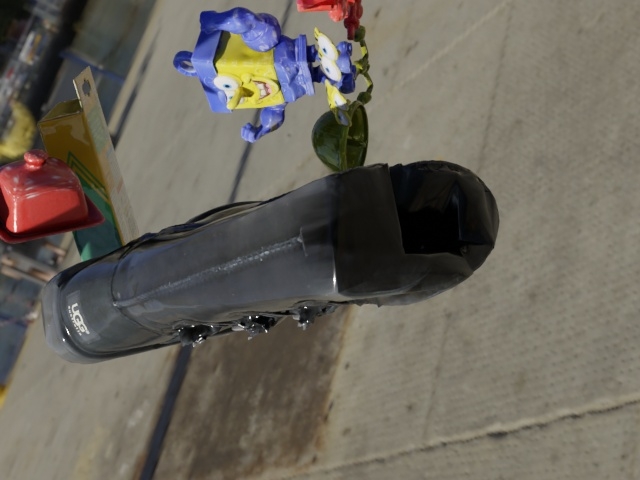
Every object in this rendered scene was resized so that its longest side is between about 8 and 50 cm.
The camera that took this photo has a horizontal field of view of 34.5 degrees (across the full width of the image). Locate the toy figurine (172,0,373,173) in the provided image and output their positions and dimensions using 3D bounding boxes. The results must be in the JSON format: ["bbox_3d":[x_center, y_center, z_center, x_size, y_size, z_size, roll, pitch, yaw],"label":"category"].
[{"bbox_3d":[-0.062,-0.214,1.236,0.362,0.217,0.191,72,-160,-64],"label":"toy figurine"}]

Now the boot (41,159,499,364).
[{"bbox_3d":[-0.016,0.003,1.006,0.445,0.146,0.367,-21,3,46],"label":"boot"}]

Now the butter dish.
[{"bbox_3d":[-0.427,-0.082,1.559,0.160,0.160,0.118,42,138,46],"label":"butter dish"}]

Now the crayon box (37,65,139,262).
[{"bbox_3d":[-0.403,-0.126,1.781,0.203,0.083,0.323,-108,5,-73],"label":"crayon box"}]
